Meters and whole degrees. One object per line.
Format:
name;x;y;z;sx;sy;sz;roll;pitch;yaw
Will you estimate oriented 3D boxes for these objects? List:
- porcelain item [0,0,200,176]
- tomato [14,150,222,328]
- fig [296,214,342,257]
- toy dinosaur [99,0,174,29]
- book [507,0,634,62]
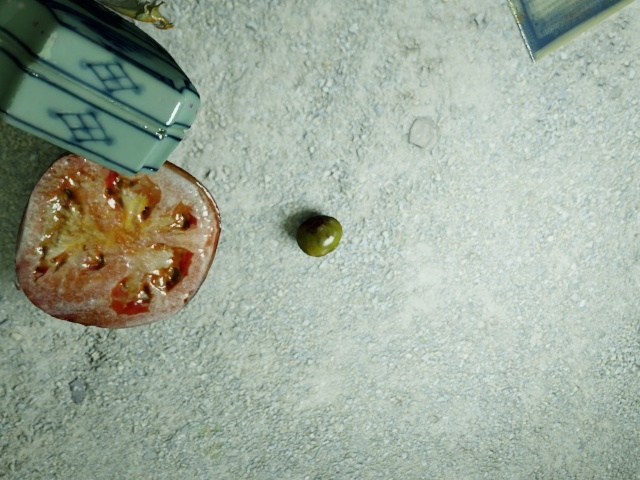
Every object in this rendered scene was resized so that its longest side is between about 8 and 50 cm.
porcelain item;-0.321;-0.234;0.891;0.281;0.286;0.157;27;107;-38
tomato;-0.335;-0.018;1.102;0.338;0.143;0.338;-9;122;-15
fig;0.000;0.000;1.239;0.084;0.082;0.098;-48;143;-27
toy dinosaur;-0.274;-0.353;1.004;0.113;0.026;0.041;14;130;-30
book;0.399;-0.493;1.106;0.228;0.018;0.322;-31;120;5
